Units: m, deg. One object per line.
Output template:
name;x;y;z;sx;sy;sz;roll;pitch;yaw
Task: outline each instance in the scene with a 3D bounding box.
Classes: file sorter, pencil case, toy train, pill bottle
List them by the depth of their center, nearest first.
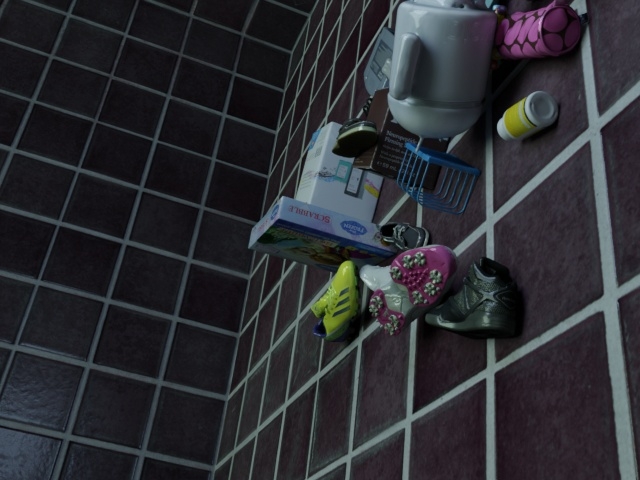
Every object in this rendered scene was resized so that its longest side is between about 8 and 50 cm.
pill bottle;0.368;-0.219;1.371;0.116;0.065;0.065;148;137;-68
pencil case;0.398;-0.386;1.406;0.209;0.095;0.098;-143;39;-74
toy train;0.382;-0.426;1.608;0.125;0.046;0.166;61;-143;-82
file sorter;0.245;-0.134;1.636;0.170;0.118;0.105;-118;44;-70

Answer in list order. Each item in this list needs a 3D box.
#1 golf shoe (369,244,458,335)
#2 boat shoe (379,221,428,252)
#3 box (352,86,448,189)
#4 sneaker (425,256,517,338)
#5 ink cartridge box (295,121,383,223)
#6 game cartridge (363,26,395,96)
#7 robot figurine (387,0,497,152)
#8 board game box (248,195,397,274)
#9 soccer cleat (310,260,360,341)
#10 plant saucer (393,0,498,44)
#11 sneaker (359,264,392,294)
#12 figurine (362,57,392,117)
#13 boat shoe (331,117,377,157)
golf shoe;0.203;0.079;1.499;0.115;0.140;0.306;58;150;13
boat shoe;0.193;-0.006;1.786;0.206;0.064;0.075;-153;80;-75
box;0.199;-0.245;1.826;0.167;0.168;0.203;-151;78;-76
sneaker;0.270;0.105;1.343;0.227;0.087;0.130;156;131;-67
ink cartridge box;0.057;-0.172;2.213;0.198;0.197;0.270;175;112;-74
game cartridge;0.205;-0.545;2.378;0.297;0.062;0.198;-104;30;-63
robot figurine;0.243;-0.360;1.546;0.199;0.299;0.354;25;121;40
board game box;0.000;0.000;1.998;0.318;0.318;0.066;142;142;-67
soccer cleat;0.037;0.163;1.952;0.289;0.121;0.093;98;177;-46
plant saucer;0.303;-0.530;1.788;0.317;0.043;0.318;-34;38;32
sneaker;0.160;0.088;1.821;0.094;0.080;0.212;-56;20;7
figurine;0.215;-0.384;2.121;0.209;0.092;0.215;-107;37;-52
boat shoe;0.078;-0.252;1.783;0.223;0.080;0.074;149;130;-75
